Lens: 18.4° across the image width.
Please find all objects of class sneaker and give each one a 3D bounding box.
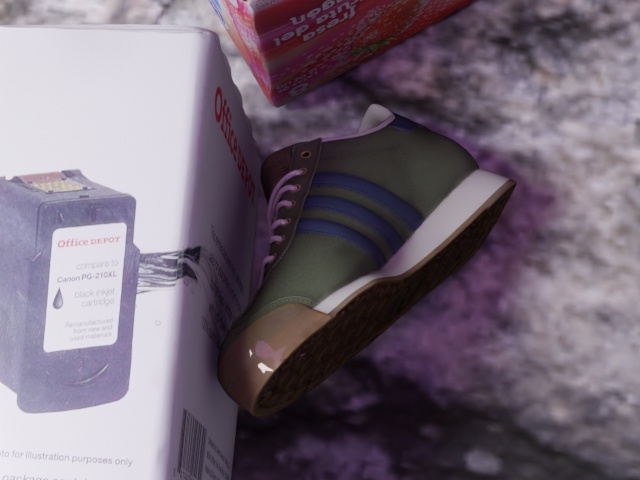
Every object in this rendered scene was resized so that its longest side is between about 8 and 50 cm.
[{"bbox_3d":[0.000,0.000,0.853,0.086,0.064,0.192,40,45,15],"label":"sneaker"}]

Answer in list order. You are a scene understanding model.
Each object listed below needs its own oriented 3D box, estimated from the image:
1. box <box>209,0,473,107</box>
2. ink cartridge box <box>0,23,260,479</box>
[{"bbox_3d":[0.066,-0.211,0.895,0.300,0.142,0.154,-30,75,-5],"label":"box"},{"bbox_3d":[-0.091,0.047,0.820,0.100,0.172,0.237,3,75,6],"label":"ink cartridge box"}]
